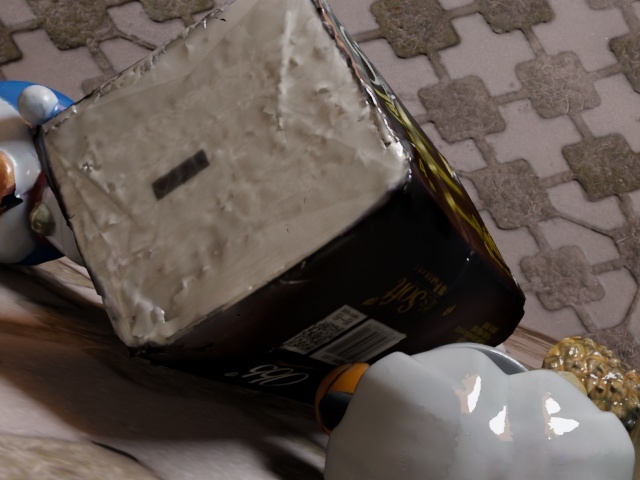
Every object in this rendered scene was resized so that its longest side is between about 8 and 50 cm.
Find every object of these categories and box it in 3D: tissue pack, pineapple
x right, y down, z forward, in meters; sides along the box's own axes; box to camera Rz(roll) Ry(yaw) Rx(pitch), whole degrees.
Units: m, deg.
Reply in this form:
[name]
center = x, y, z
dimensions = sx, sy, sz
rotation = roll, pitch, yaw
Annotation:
[tissue pack]
center = 0.000, 0.000, 0.655
dimensions = 0.370, 0.210, 0.198
rotation = 36, 29, -64
[pineapple]
center = 0.355, 0.209, 1.006
dimensions = 0.248, 0.128, 0.128
rotation = 31, 8, 31

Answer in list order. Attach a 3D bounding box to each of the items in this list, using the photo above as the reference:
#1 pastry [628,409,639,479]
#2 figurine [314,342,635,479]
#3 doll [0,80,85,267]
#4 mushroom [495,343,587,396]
[pastry]
center = 0.363, 0.218, 0.740
dimensions = 0.265, 0.133, 0.265
rotation = 22, 3, -1
[figurine]
center = 0.077, 0.122, 0.516
dimensions = 0.176, 0.132, 0.236
rotation = 13, 1, 5
[doll]
center = -0.222, -0.035, 0.771
dimensions = 0.257, 0.215, 0.161
rotation = 18, 35, 28
[mushroom]
center = 0.195, 0.151, 1.021
dimensions = 0.099, 0.096, 0.278
rotation = 54, -8, -22
